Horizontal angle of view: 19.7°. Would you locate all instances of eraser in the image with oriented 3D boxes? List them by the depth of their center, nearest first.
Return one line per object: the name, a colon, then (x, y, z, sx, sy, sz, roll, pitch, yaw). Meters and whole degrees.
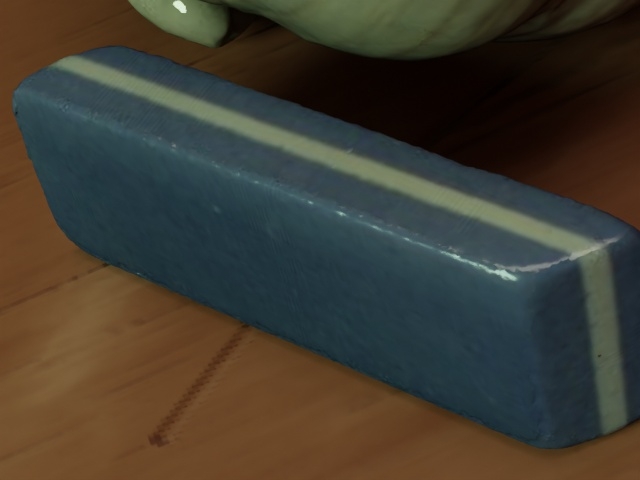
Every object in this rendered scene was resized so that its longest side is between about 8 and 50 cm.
eraser: (0.000, 0.000, 0.582, 0.225, 0.082, 0.036, 21, 56, 32)

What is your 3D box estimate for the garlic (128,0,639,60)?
garlic: (0.013, -0.199, 0.654, 0.322, 0.241, 0.322, 6, 72, -19)
